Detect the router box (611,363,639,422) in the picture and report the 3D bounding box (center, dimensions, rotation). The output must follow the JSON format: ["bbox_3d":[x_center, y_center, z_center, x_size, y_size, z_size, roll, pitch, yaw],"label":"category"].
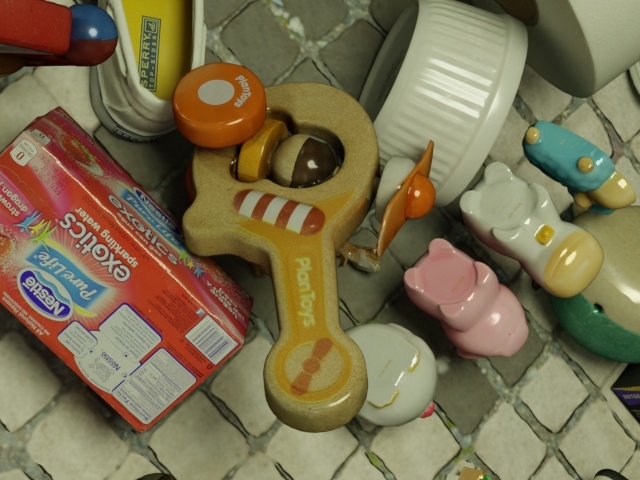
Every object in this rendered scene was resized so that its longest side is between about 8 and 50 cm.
[{"bbox_3d":[0.519,0.154,1.360,0.243,0.081,0.309,48,65,-10],"label":"router box"}]

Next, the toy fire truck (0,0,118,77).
[{"bbox_3d":[-0.304,-0.166,0.899,0.254,0.302,0.169,8,93,20],"label":"toy fire truck"}]

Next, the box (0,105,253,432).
[{"bbox_3d":[-0.192,0.023,1.004,0.128,0.122,0.257,-42,101,12],"label":"box"}]

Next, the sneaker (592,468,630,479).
[{"bbox_3d":[0.381,0.358,1.233,0.315,0.127,0.182,46,68,-9],"label":"sneaker"}]

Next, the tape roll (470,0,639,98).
[{"bbox_3d":[0.174,-0.313,1.126,0.072,0.392,0.392,-37,98,2],"label":"tape roll"}]

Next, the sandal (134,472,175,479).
[{"bbox_3d":[-0.192,0.303,1.011,0.219,0.090,0.060,-53,126,-30],"label":"sandal"}]

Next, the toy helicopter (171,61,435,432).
[{"bbox_3d":[0.000,0.000,0.984,0.235,0.140,0.355,-5,53,-3],"label":"toy helicopter"}]

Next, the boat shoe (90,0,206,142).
[{"bbox_3d":[-0.157,-0.286,1.082,0.136,0.156,0.367,5,79,-25],"label":"boat shoe"}]

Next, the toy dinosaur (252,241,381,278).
[{"bbox_3d":[-0.032,-0.020,1.156,0.211,0.064,0.112,43,46,-21],"label":"toy dinosaur"}]

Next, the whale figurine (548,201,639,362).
[{"bbox_3d":[0.359,0.039,1.292,0.216,0.141,0.272,41,39,16],"label":"whale figurine"}]

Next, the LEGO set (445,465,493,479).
[{"bbox_3d":[0.104,0.344,1.116,0.287,0.107,0.132,-33,95,-26],"label":"LEGO set"}]

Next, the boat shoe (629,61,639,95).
[{"bbox_3d":[0.460,-0.301,1.405,0.118,0.103,0.320,28,70,-18],"label":"boat shoe"}]

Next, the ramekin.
[{"bbox_3d":[0.111,-0.148,1.162,0.109,0.207,0.207,23,71,-11],"label":"ramekin"}]

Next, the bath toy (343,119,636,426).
[{"bbox_3d":[0.159,0.051,1.144,0.151,0.129,0.348,41,84,22],"label":"bath toy"}]
